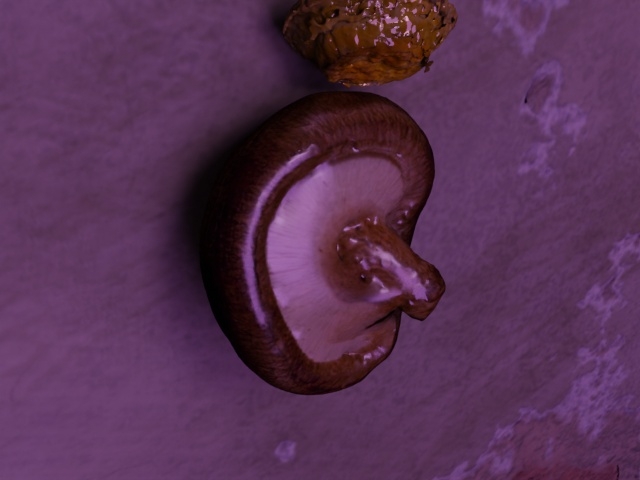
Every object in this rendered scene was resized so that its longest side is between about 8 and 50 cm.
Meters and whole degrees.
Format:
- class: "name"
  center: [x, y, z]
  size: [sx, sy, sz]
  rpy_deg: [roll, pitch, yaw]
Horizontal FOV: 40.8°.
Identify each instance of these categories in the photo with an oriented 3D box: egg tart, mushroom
- class: "egg tart"
  center: [0.036, -0.143, 0.602]
  size: [0.130, 0.130, 0.052]
  rpy_deg: [5, 74, -37]
- class: "mushroom"
  center: [-0.007, -0.003, 0.657]
  size: [0.194, 0.138, 0.231]
  rpy_deg: [17, 94, -26]
